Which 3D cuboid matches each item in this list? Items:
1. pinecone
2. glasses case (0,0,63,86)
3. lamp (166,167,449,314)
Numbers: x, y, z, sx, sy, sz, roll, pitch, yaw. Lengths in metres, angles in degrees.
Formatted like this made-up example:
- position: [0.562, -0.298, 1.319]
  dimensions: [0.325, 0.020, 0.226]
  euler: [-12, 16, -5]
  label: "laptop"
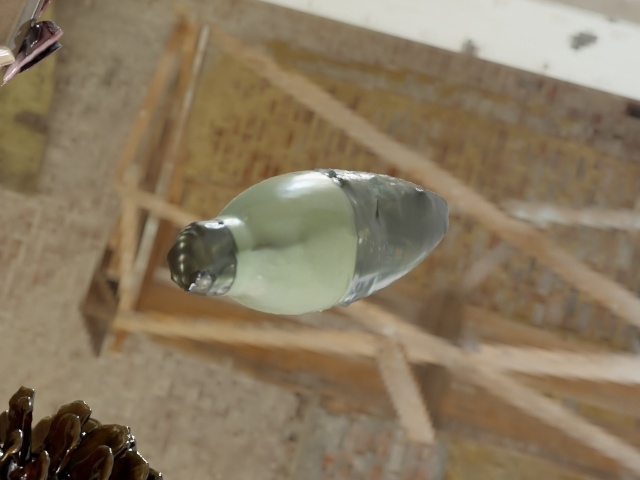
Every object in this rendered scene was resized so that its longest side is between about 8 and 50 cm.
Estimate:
- position: [-0.187, 0.164, 0.988]
  dimensions: [0.165, 0.163, 0.163]
  euler: [49, -137, -36]
  label: "pinecone"
- position: [-0.251, -0.194, 1.343]
  dimensions: [0.070, 0.102, 0.193]
  euler: [77, -163, -44]
  label: "glasses case"
- position: [0.000, 0.000, 1.118]
  dimensions: [0.250, 0.101, 0.101]
  euler: [-8, -59, -42]
  label: "lamp"
